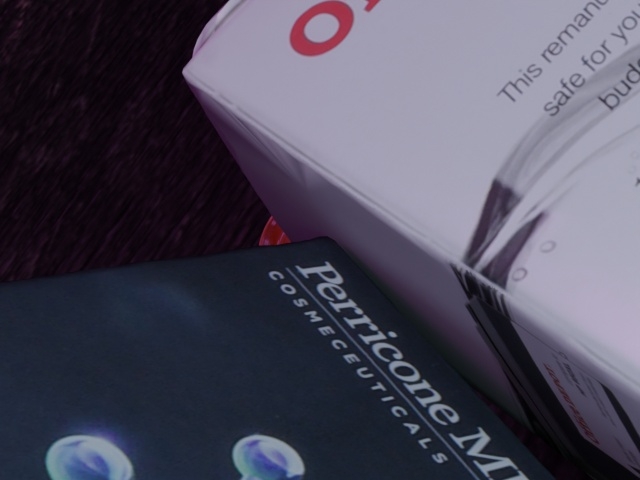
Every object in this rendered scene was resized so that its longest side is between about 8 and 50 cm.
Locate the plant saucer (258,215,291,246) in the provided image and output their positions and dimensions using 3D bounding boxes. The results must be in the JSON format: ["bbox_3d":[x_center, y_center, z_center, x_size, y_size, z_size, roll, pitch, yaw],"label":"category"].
[{"bbox_3d":[0.000,0.000,0.923,0.083,0.013,0.083,-17,52,23],"label":"plant saucer"}]

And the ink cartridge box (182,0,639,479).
[{"bbox_3d":[0.190,-0.034,0.551,0.285,0.166,0.395,-46,55,-11],"label":"ink cartridge box"}]

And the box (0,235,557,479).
[{"bbox_3d":[-0.092,0.185,0.429,0.293,0.395,0.212,47,127,32],"label":"box"}]
